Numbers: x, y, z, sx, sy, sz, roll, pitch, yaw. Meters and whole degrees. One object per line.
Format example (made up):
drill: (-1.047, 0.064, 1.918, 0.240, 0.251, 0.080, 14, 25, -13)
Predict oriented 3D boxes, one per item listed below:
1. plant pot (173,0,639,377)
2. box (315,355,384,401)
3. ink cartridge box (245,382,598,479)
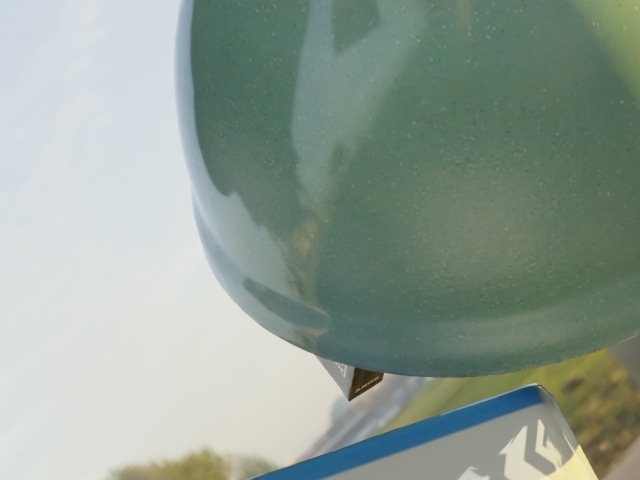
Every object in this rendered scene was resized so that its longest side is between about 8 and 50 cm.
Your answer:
plant pot: (0.059, -0.113, 0.733, 0.293, 0.293, 0.196, -41, -44, -25)
box: (0.000, 0.000, 0.874, 0.029, 0.116, 0.162, -27, -27, -23)
ink cartridge box: (-0.040, 0.257, 0.786, 0.285, 0.166, 0.395, -16, -25, -24)
